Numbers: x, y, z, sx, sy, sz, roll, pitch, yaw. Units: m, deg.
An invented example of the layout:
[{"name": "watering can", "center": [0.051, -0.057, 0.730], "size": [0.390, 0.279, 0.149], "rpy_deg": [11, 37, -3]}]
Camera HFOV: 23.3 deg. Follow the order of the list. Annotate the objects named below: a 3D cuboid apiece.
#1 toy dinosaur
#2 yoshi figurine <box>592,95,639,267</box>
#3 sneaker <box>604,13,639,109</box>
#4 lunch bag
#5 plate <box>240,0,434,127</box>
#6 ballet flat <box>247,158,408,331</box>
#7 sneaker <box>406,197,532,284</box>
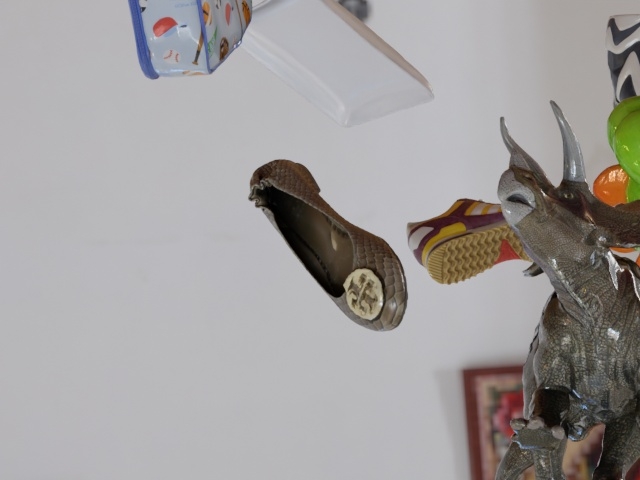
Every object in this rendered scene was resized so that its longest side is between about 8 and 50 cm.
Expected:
[{"name": "toy dinosaur", "center": [0.161, 0.075, 0.915], "size": [0.121, 0.160, 0.313], "rpy_deg": [5, 149, 13]}, {"name": "yoshi figurine", "center": [0.392, 0.001, 1.312], "size": [0.362, 0.203, 0.203], "rpy_deg": [49, 159, -21]}, {"name": "sneaker", "center": [0.440, -0.185, 1.816], "size": [0.235, 0.153, 0.094], "rpy_deg": [6, -174, 30]}, {"name": "lunch bag", "center": [-0.173, -0.356, 1.995], "size": [0.115, 0.243, 0.303], "rpy_deg": [-6, -153, 11]}, {"name": "plate", "center": [0.011, -0.286, 2.358], "size": [0.277, 0.045, 0.278], "rpy_deg": [38, 158, -20]}, {"name": "ballet flat", "center": [0.000, 0.000, 1.441], "size": [0.058, 0.250, 0.084], "rpy_deg": [6, 121, -38]}, {"name": "sneaker", "center": [0.176, -0.016, 1.541], "size": [0.185, 0.084, 0.070], "rpy_deg": [-11, 126, -17]}]
